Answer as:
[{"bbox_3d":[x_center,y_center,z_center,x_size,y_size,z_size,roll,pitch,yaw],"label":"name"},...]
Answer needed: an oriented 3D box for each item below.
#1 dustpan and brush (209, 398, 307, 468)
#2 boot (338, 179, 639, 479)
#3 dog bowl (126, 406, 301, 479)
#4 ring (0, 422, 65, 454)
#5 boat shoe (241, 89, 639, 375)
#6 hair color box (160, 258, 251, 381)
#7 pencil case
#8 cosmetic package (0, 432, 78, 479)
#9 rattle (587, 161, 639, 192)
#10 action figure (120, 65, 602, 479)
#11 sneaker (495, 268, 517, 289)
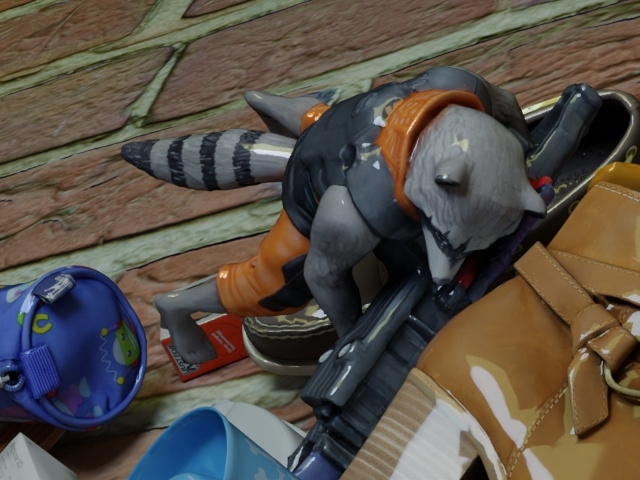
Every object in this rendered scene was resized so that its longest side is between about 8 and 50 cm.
[{"bbox_3d":[-0.022,0.174,1.074,0.211,0.060,0.147,-2,46,50],"label":"dustpan and brush"},{"bbox_3d":[0.170,0.111,0.819,0.283,0.109,0.220,33,76,35],"label":"boot"},{"bbox_3d":[-0.073,0.228,0.872,0.166,0.074,0.297,-41,28,43],"label":"dog bowl"},{"bbox_3d":[-0.322,0.157,1.384,0.337,0.032,0.336,-20,26,10],"label":"ring"},{"bbox_3d":[0.085,-0.010,1.226,0.324,0.096,0.116,-24,58,0],"label":"boat shoe"},{"bbox_3d":[-0.051,0.049,1.331,0.141,0.043,0.072,-23,27,6],"label":"hair color box"},{"bbox_3d":[-0.275,0.086,1.299,0.306,0.119,0.133,-5,10,36],"label":"pencil case"},{"bbox_3d":[-0.177,0.218,1.083,0.099,0.060,0.239,-49,27,2],"label":"cosmetic package"},{"bbox_3d":[0.233,-0.042,1.153,0.130,0.143,0.199,-23,25,51],"label":"rattle"},{"bbox_3d":[0.000,0.000,1.067,0.330,0.178,0.341,-11,39,54],"label":"action figure"},{"bbox_3d":[0.095,0.135,1.005,0.129,0.111,0.297,-32,18,21],"label":"sneaker"}]
